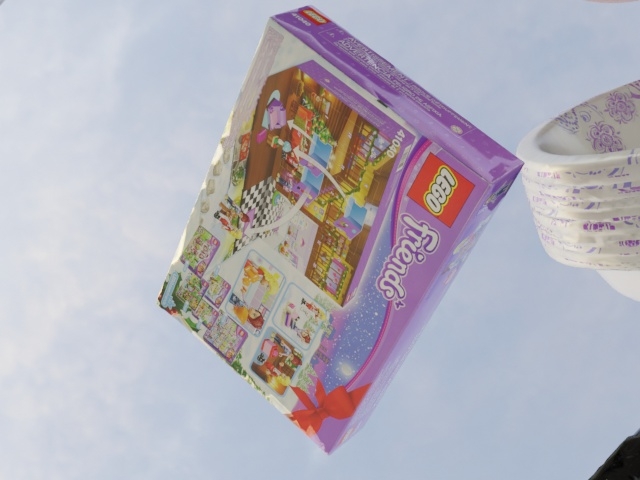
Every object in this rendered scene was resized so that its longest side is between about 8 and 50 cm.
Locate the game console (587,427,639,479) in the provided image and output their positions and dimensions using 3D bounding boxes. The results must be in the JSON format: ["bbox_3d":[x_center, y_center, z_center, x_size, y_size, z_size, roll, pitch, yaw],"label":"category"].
[{"bbox_3d":[0.108,0.231,0.535,0.361,0.213,0.044,-38,-136,-25],"label":"game console"}]

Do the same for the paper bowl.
[{"bbox_3d":[0.312,-0.048,0.906,0.284,0.284,0.148,-16,-74,13],"label":"paper bowl"}]

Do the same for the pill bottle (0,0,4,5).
[{"bbox_3d":[-0.222,-0.193,0.401,0.153,0.153,0.265,-41,-106,6],"label":"pill bottle"}]

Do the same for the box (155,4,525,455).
[{"bbox_3d":[0.000,0.000,0.860,0.201,0.057,0.293,40,-52,17],"label":"box"}]

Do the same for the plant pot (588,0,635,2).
[{"bbox_3d":[0.280,-0.369,1.034,0.290,0.203,0.291,2,-79,11],"label":"plant pot"}]
